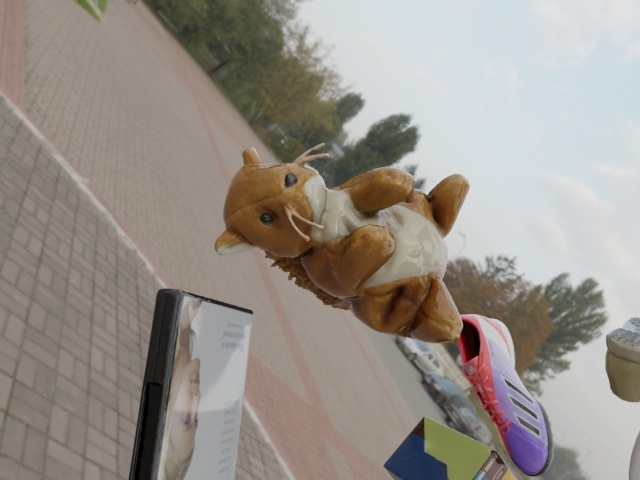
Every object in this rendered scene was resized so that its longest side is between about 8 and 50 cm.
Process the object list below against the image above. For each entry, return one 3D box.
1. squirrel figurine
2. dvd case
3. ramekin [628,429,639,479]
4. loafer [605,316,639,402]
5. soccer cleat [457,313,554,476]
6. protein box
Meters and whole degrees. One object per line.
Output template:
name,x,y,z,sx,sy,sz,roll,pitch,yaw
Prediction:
squirrel figurine,0.000,0.000,0.962,0.371,0.281,0.397,17,-16,-21
dvd case,-0.105,0.175,0.471,0.180,0.022,0.253,48,46,-74
ramekin,0.431,0.216,0.500,0.273,0.273,0.127,53,38,10
loafer,0.474,0.173,0.824,0.269,0.092,0.102,4,12,-43
soccer cleat,0.322,0.273,1.046,0.116,0.108,0.318,19,40,-26
protein box,0.266,0.477,1.075,0.201,0.136,0.200,54,-21,-19
